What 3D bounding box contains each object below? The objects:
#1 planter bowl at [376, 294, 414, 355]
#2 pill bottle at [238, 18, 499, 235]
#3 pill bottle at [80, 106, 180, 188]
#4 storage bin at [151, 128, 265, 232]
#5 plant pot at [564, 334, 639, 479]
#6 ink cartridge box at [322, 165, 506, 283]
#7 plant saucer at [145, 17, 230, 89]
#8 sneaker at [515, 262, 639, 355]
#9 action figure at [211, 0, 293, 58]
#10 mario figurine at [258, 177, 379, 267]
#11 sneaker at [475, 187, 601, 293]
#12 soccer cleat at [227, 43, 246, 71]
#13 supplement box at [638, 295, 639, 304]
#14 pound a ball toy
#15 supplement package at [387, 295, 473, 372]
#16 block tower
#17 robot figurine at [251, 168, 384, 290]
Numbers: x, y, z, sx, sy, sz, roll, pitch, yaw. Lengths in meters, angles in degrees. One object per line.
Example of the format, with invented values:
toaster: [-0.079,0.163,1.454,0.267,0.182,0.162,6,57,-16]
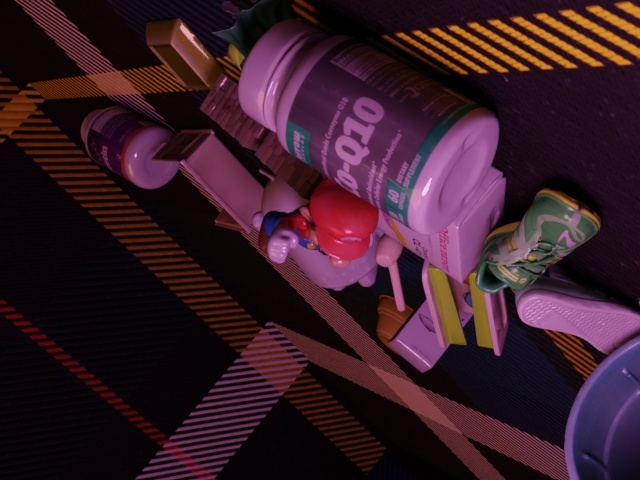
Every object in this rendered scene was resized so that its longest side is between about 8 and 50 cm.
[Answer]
planter bowl: [0.217,0.248,2.492,0.217,0.090,0.217,37,165,12]
pill bottle: [0.065,-0.178,1.388,0.361,0.204,0.204,33,164,25]
pill bottle: [-0.556,-0.277,2.692,0.323,0.181,0.181,27,160,41]
storage bin: [-0.289,-0.162,2.480,0.262,0.123,0.260,47,164,-24]
plant pot: [0.610,0.353,1.419,0.334,0.341,0.341,40,168,-30]
ink cartridge box: [0.149,-0.092,1.583,0.306,0.131,0.226,35,165,24]
plant saucer: [-0.288,-0.383,1.983,0.188,0.045,0.188,48,164,-28]
sneaker: [0.442,0.099,1.551,0.256,0.094,0.151,19,-148,-8]
action figure: [-0.086,-0.330,1.543,0.063,0.137,0.232,59,-176,26]
mario figurine: [0.000,0.000,1.587,0.170,0.198,0.320,47,163,-12]
sneaker: [0.328,0.016,1.429,0.109,0.123,0.295,31,156,-2]
soccer cleat: [-0.101,-0.305,1.730,0.072,0.060,0.179,-3,136,51]
supplement box: [0.522,0.102,1.369,0.083,0.056,0.083,28,161,39]
pound a ball toy: [0.241,0.077,1.776,0.208,0.135,0.319,6,145,21]
supplement package: [0.248,0.188,2.059,0.105,0.179,0.105,39,165,3]
block tower: [-0.089,-0.198,1.804,0.335,0.091,0.097,42,-167,31]
robot figurine: [0.008,-0.038,1.953,0.300,0.199,0.353,-13,137,25]
